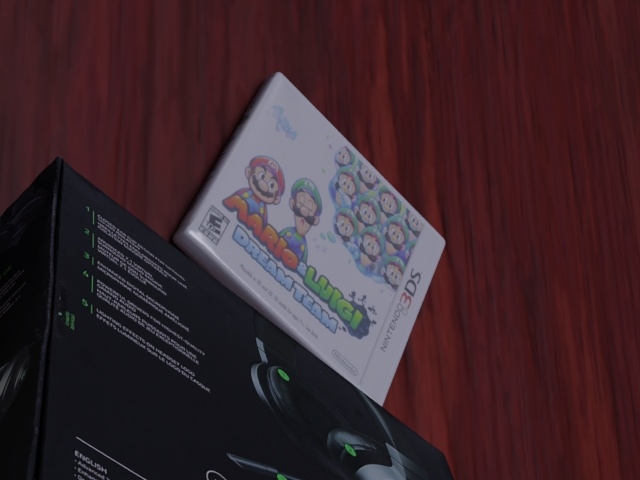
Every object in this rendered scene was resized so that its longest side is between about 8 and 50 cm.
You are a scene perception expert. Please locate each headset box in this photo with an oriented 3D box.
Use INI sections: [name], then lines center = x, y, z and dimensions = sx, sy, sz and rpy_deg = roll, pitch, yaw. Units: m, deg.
[headset box]
center = -0.051, 0.128, 0.524
dimensions = 0.246, 0.131, 0.283
rpy_deg = 39, 15, -25

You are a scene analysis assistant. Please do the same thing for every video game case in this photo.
[video game case]
center = 0.000, 0.000, 0.795
dimensions = 0.157, 0.019, 0.143
rpy_deg = 44, 46, -20
